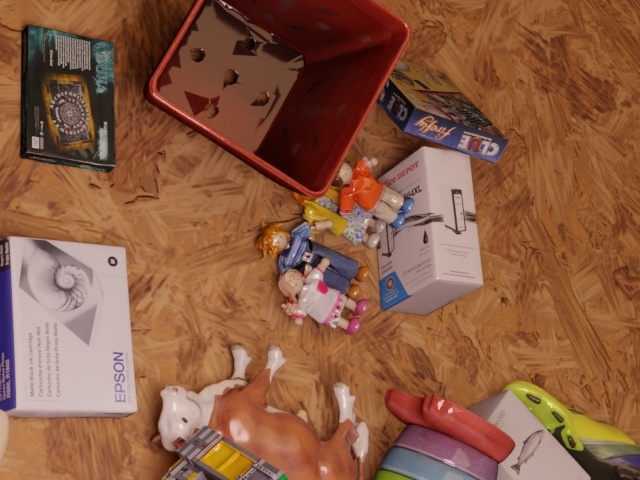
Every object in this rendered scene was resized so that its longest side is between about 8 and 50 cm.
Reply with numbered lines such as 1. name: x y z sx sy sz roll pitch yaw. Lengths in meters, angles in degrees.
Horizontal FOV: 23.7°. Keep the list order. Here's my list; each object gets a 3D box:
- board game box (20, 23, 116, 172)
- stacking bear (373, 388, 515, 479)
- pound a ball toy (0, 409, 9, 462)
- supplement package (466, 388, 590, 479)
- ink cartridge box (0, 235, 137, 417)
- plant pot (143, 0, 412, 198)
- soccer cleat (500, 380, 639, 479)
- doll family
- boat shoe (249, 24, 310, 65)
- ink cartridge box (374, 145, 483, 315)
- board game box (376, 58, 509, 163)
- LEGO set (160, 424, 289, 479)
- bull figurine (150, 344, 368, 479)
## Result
1. board game box: -0.332 -0.186 2.014 0.126 0.026 0.186 10 66 -30
2. stacking bear: 0.121 0.356 1.940 0.164 0.175 0.289 30 77 -20
3. pound a ball toy: -0.494 0.147 1.657 0.319 0.208 0.136 33 56 -16
4. supplement package: 0.270 0.317 2.146 0.179 0.105 0.105 47 54 -7
5. ink cartridge box: -0.339 0.106 1.875 0.224 0.045 0.223 4 69 -31
6. plant pot: -0.086 -0.228 2.032 0.267 0.235 0.267 32 78 -18
7. soccer cleat: 0.376 0.292 2.254 0.289 0.093 0.121 35 25 -11
8. doll family: 0.000 0.000 2.116 0.163 0.118 0.263 30 75 -26
9. boat shoe: -0.076 -0.294 2.198 0.228 0.080 0.076 45 71 -13
10. ink cartridge box: 0.149 -0.012 2.177 0.085 0.148 0.203 7 66 -29
11. board game box: 0.154 -0.202 2.233 0.165 0.042 0.243 16 22 -27
12. LEGO set: -0.125 0.386 1.818 0.255 0.192 0.331 -48 129 -17
13. bull figurine: -0.070 0.241 1.958 0.310 0.101 0.188 34 59 -18
